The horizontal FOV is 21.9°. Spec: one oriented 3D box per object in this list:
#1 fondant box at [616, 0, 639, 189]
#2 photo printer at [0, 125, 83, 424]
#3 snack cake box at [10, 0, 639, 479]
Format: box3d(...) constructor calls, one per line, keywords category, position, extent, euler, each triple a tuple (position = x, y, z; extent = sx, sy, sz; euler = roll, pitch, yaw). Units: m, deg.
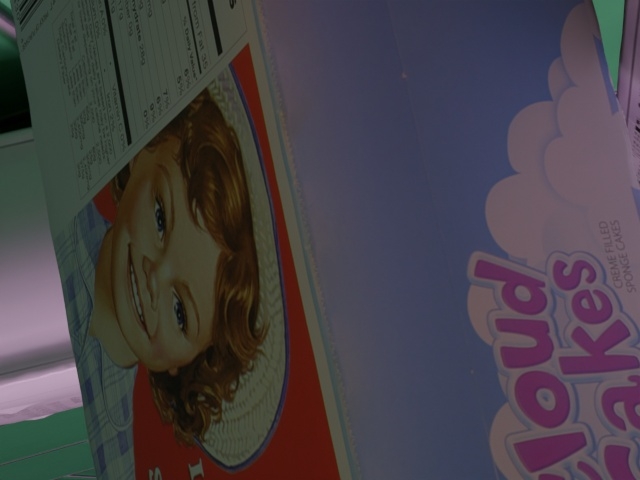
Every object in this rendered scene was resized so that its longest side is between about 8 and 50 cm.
box3d(category="fondant box", position=(0.186, -0.087, 0.404), extent=(0.238, 0.096, 0.330), euler=(-45, 168, -1))
box3d(category="photo printer", position=(-0.030, -0.002, 0.712), extent=(0.308, 0.107, 0.256), euler=(-13, 174, -6))
box3d(category="snack cake box", position=(0.000, 0.000, 0.406), extent=(0.089, 0.264, 0.152), euler=(-5, 165, -29))
